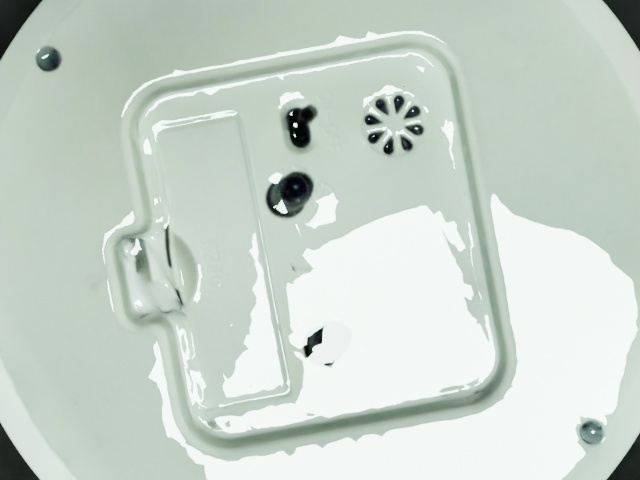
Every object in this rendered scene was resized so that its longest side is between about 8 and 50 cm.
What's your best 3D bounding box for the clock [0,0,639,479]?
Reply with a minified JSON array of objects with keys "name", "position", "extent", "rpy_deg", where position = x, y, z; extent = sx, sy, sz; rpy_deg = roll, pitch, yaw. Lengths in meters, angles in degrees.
[{"name":"clock","position":[0.000,0.000,0.503],"extent":[0.230,0.083,0.230],"rpy_deg":[0,91,3]}]
